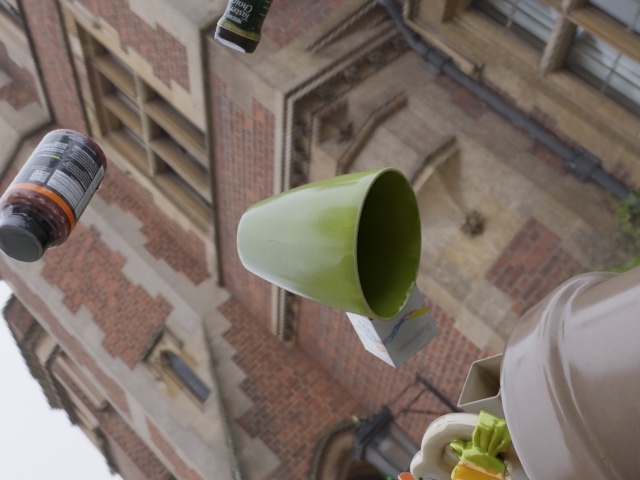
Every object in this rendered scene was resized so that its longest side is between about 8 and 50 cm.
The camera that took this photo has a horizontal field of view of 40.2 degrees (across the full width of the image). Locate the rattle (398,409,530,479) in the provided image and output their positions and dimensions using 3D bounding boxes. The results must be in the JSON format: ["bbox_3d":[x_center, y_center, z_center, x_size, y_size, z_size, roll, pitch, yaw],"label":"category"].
[{"bbox_3d":[0.135,0.276,0.925,0.199,0.130,0.143,-37,30,42],"label":"rattle"}]

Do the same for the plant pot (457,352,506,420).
[{"bbox_3d":[0.348,0.293,1.681,0.109,0.096,0.109,-29,25,49],"label":"plant pot"}]

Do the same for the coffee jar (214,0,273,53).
[{"bbox_3d":[-0.153,-0.493,1.847,0.184,0.096,0.079,-68,-10,15],"label":"coffee jar"}]

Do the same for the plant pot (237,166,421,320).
[{"bbox_3d":[0.000,0.000,1.635,0.274,0.293,0.275,-9,-79,-60],"label":"plant pot"}]

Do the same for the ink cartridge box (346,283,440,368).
[{"bbox_3d":[0.137,0.145,1.793,0.127,0.128,0.176,-37,-61,-15],"label":"ink cartridge box"}]

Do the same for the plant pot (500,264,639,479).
[{"bbox_3d":[0.298,0.095,0.605,0.263,0.263,0.229,-25,-19,-45],"label":"plant pot"}]

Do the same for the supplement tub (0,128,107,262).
[{"bbox_3d":[-0.382,-0.061,1.227,0.106,0.106,0.198,107,180,-45],"label":"supplement tub"}]
